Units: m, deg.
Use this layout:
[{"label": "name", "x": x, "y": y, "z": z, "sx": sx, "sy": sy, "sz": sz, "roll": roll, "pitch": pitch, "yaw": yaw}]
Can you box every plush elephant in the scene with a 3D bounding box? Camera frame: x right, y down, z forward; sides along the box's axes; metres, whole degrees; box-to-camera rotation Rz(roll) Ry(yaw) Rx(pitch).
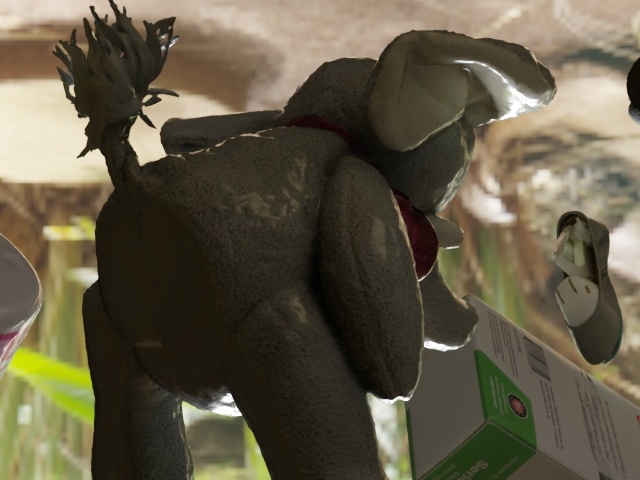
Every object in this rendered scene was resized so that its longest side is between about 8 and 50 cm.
[{"label": "plush elephant", "x": 0.000, "y": 0.000, "z": 0.982, "sx": 0.255, "sy": 0.330, "sz": 0.272, "roll": -22, "pitch": -169, "yaw": -38}]

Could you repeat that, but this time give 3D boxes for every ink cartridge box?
[{"label": "ink cartridge box", "x": 0.235, "y": 0.221, "z": 1.782, "sx": 0.289, "sy": 0.211, "sz": 0.121, "roll": 34, "pitch": 117, "yaw": -22}]

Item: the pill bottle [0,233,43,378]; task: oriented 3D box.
[{"label": "pill bottle", "x": -0.341, "y": 0.119, "z": 1.276, "sx": 0.160, "sy": 0.283, "sz": 0.160, "roll": 28, "pitch": -160, "yaw": -11}]

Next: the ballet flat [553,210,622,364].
[{"label": "ballet flat", "x": 0.288, "y": 0.049, "z": 1.870, "sx": 0.068, "sy": 0.213, "sz": 0.072, "roll": 30, "pitch": 128, "yaw": -21}]

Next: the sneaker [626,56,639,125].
[{"label": "sneaker", "x": 0.190, "y": -0.002, "z": 0.708, "sx": 0.153, "sy": 0.268, "sz": 0.101, "roll": 26, "pitch": -174, "yaw": 26}]
